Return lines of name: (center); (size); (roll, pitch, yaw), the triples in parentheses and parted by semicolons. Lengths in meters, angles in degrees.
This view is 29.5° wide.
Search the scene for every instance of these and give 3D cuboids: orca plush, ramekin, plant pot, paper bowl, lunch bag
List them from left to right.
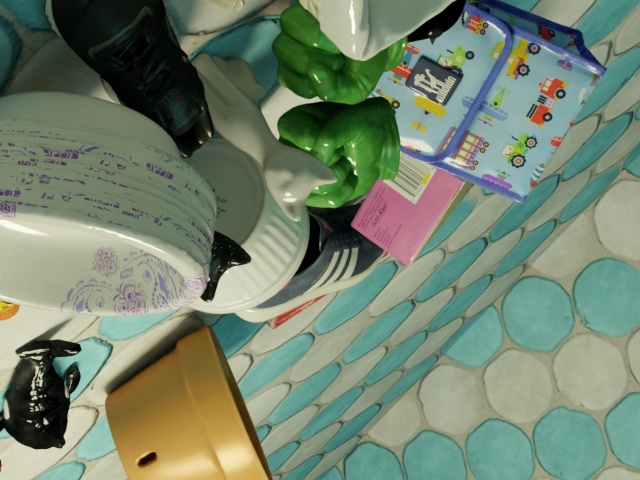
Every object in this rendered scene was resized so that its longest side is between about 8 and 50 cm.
orca plush: (-0.377, 0.241, 1.732); (0.151, 0.102, 0.287); (-24, 156, -42)
paper bowl: (-0.239, -0.037, 1.144); (0.284, 0.148, 0.284); (5, 160, 2)
plant pot: (-0.220, 0.307, 1.979); (0.204, 0.290, 0.291); (-21, 160, -4)
ramekin: (-0.125, -0.025, 1.457); (0.207, 0.207, 0.109); (-40, 154, -2)
lunch bag: (0.188, -0.213, 1.622); (0.293, 0.138, 0.221); (19, 118, -18)

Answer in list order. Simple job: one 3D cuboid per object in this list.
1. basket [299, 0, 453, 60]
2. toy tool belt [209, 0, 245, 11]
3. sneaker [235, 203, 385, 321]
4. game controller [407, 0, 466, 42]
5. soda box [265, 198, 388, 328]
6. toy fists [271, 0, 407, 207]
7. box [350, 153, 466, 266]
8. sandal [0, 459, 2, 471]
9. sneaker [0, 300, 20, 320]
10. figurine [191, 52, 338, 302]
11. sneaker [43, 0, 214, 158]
basket: (0.069, -0.370, 0.861); (0.328, 0.266, 0.331); (-35, 156, -16)
toy tool belt: (-0.083, -0.271, 1.209); (0.051, 0.052, 0.083); (-67, -176, -36)
sneaker: (0.000, 0.000, 1.896); (0.350, 0.131, 0.148); (-31, 151, -42)
game controller: (0.105, -0.324, 1.382); (0.167, 0.067, 0.319); (-21, 157, -16)
soda box: (0.001, 0.038, 2.052); (0.263, 0.083, 0.092); (-33, 161, -23)
toy fists: (0.020, -0.162, 1.385); (0.142, 0.096, 0.279); (-14, 127, -21)
box: (0.184, -0.120, 1.883); (0.243, 0.117, 0.213); (-48, 171, -41)
sandal: (-0.488, 0.317, 1.759); (0.040, 0.067, 0.179); (-45, 163, -24)
sneaker: (-0.367, 0.059, 1.376); (0.064, 0.067, 0.175); (-37, 164, -17)
figurine: (-0.113, -0.072, 1.342); (0.215, 0.209, 0.092); (-42, 163, 4)
sneaker: (-0.159, -0.169, 1.155); (0.107, 0.124, 0.283); (-40, 162, -3)
